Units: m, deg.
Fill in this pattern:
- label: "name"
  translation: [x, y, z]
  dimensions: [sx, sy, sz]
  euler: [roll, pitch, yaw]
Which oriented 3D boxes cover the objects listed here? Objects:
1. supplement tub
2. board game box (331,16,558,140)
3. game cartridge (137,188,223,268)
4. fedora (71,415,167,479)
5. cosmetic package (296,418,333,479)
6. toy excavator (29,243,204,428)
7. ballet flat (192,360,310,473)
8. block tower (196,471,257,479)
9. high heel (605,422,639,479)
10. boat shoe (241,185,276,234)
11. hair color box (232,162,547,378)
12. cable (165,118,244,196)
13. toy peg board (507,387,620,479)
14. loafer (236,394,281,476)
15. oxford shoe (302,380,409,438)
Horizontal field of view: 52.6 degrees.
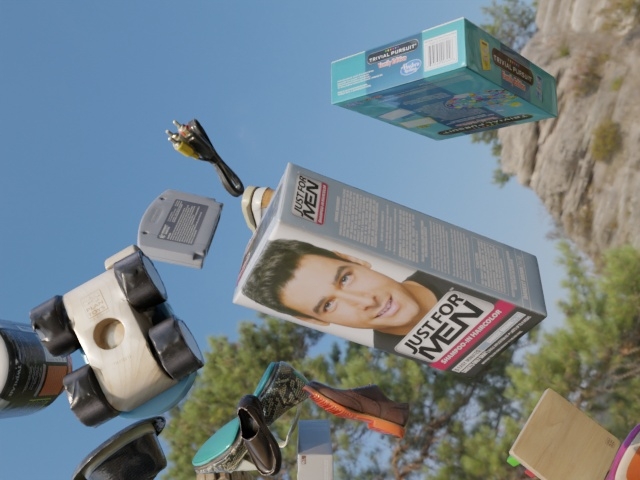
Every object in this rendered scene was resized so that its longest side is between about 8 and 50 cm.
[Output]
- label: "supplement tub"
  translation: [-0.629, 0.256, 1.285]
  dimensions: [0.316, 0.194, 0.193]
  euler: [82, -147, -77]
- label: "board game box"
  translation: [0.222, -0.262, 1.126]
  dimensions: [0.336, 0.254, 0.079]
  euler: [6, -99, -48]
- label: "game cartridge"
  translation: [-0.391, -0.037, 1.790]
  dimensions: [0.297, 0.198, 0.062]
  euler: [-82, 1, -55]
- label: "fedora"
  translation: [-0.577, 0.682, 1.968]
  dimensions: [0.334, 0.152, 0.334]
  euler: [-39, -16, -13]
- label: "cosmetic package"
  translation: [-0.016, 0.608, 1.824]
  dimensions: [0.238, 0.107, 0.127]
  euler: [-114, 23, -80]
- label: "toy excavator"
  translation: [-0.383, 0.163, 1.324]
  dimensions: [0.222, 0.432, 0.445]
  euler: [-30, -18, -6]
- label: "ballet flat"
  translation: [-0.182, 0.546, 1.843]
  dimensions: [0.482, 0.182, 0.164]
  euler: [-52, 8, 24]
- label: "block tower"
  translation: [-0.287, 0.797, 2.111]
  dimensions: [0.335, 0.091, 0.097]
  euler: [59, -169, -48]
- label: "high heel"
  translation: [0.731, 0.556, 1.565]
  dimensions: [0.181, 0.127, 0.377]
  euler: [-80, -5, -67]
- label: "boat shoe"
  translation: [-0.109, -0.020, 1.667]
  dimensions: [0.302, 0.103, 0.113]
  euler: [68, -145, -53]
- label: "hair color box"
  translation: [0.091, 0.053, 0.885]
  dimensions: [0.185, 0.375, 0.113]
  euler: [122, 162, -44]
- label: "cable"
  translation: [-0.334, -0.244, 1.903]
  dimensions: [0.287, 0.072, 0.139]
  euler: [49, -153, -34]
- label: "toy peg board"
  translation: [0.446, 0.397, 1.217]
  dimensions: [0.161, 0.161, 0.079]
  euler: [-46, -14, -30]
- label: "loafer"
  translation: [-0.172, 0.516, 1.684]
  dimensions: [0.220, 0.080, 0.078]
  euler: [67, -160, 4]
- label: "oxford shoe"
  translation: [0.089, 0.390, 1.579]
  dimensions: [0.097, 0.271, 0.098]
  euler: [135, 159, -68]
